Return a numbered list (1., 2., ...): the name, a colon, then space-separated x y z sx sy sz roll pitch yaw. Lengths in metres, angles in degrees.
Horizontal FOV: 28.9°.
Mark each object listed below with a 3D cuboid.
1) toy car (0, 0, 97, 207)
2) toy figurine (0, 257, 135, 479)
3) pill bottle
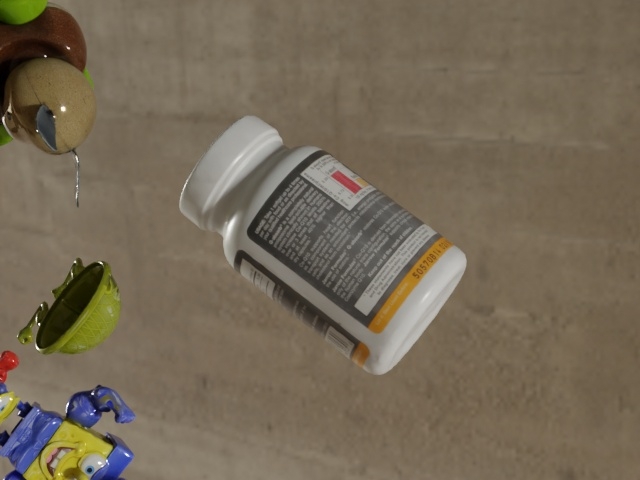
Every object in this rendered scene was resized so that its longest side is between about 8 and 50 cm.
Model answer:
1. toy car: -0.259 -0.116 1.097 0.149 0.155 0.188 -27 -123 -5
2. toy figurine: -0.296 0.223 1.470 0.217 0.362 0.191 39 171 -16
3. pill bottle: 0.000 0.000 1.299 0.278 0.162 0.162 38 -154 11
